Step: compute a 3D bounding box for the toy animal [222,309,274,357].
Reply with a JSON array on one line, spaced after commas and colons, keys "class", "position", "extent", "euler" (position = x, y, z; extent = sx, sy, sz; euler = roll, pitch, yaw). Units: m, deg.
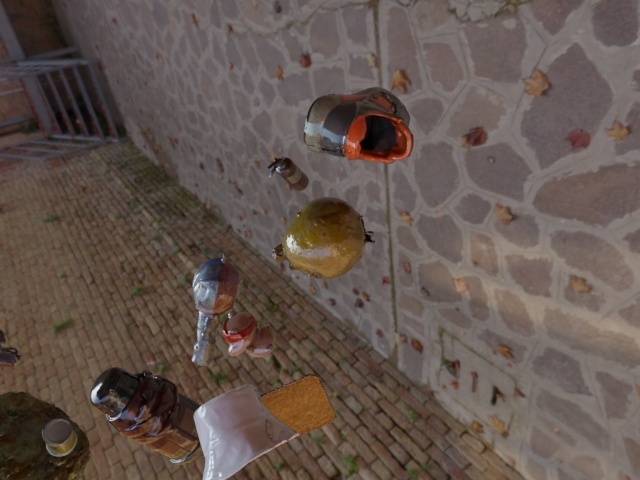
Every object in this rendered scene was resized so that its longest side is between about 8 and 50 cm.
[{"class": "toy animal", "position": [-0.277, 0.359, 1.721], "extent": [0.197, 0.172, 0.171], "euler": [31, 161, -18]}]

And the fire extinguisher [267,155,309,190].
[{"class": "fire extinguisher", "position": [-0.124, -0.246, 1.691], "extent": [0.071, 0.099, 0.231], "euler": [37, -178, 25]}]

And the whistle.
[{"class": "whistle", "position": [-0.303, 0.192, 1.287], "extent": [0.142, 0.133, 0.347], "euler": [35, 115, 54]}]

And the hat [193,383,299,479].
[{"class": "hat", "position": [-0.146, 0.332, 0.793], "extent": [0.126, 0.203, 0.203], "euler": [57, 153, 19]}]

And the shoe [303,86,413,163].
[{"class": "shoe", "position": [0.128, -0.224, 0.923], "extent": [0.171, 0.336, 0.133], "euler": [31, 122, 29]}]

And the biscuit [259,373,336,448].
[{"class": "biscuit", "position": [-0.083, 0.509, 1.346], "extent": [0.013, 0.231, 0.237], "euler": [-119, 8, -58]}]

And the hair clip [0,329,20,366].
[{"class": "hair clip", "position": [-0.701, 0.199, 0.823], "extent": [0.084, 0.292, 0.106], "euler": [-23, 60, 33]}]

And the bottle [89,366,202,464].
[{"class": "bottle", "position": [-0.366, 0.365, 0.983], "extent": [0.156, 0.143, 0.271], "euler": [-20, 127, 33]}]

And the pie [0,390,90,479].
[{"class": "pie", "position": [-0.966, 0.682, 1.419], "extent": [0.418, 0.395, 0.180], "euler": [40, 134, -21]}]

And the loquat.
[{"class": "loquat", "position": [0.000, 0.000, 0.897], "extent": [0.172, 0.204, 0.150], "euler": [-108, -7, -57]}]

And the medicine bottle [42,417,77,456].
[{"class": "medicine bottle", "position": [-0.654, 0.494, 1.143], "extent": [0.074, 0.073, 0.218], "euler": [58, 144, 13]}]
